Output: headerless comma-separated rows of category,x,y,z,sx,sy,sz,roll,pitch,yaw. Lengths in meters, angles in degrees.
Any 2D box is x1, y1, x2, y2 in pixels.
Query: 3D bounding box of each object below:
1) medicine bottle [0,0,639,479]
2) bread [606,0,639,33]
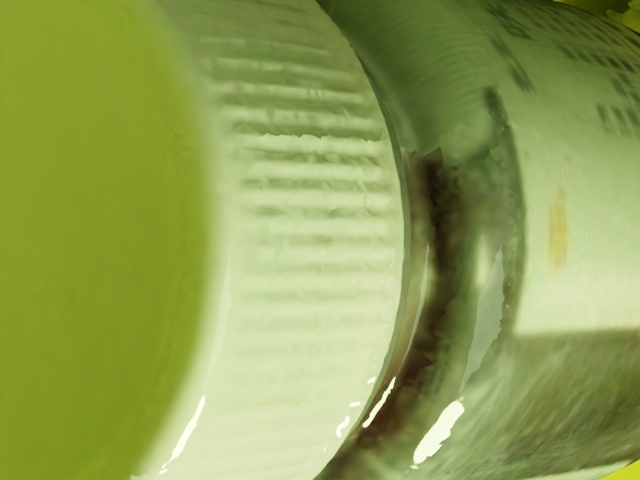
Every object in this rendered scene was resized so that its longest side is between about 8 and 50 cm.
medicine bottle,0.000,0.000,0.512,0.273,0.165,0.165,3,111,-55
bread,0.214,-0.042,0.768,0.121,0.174,0.245,-62,152,3
